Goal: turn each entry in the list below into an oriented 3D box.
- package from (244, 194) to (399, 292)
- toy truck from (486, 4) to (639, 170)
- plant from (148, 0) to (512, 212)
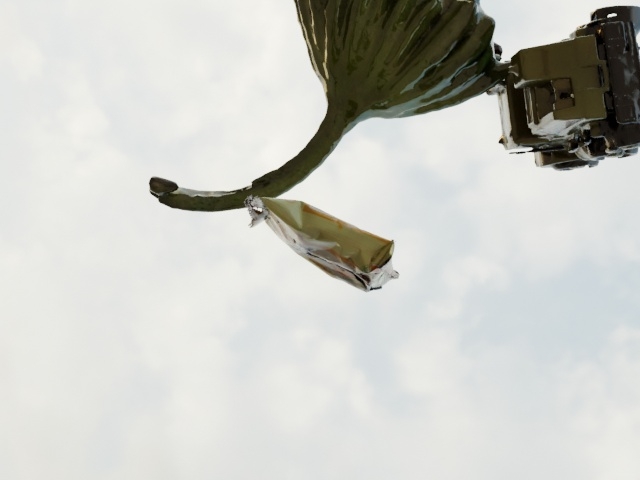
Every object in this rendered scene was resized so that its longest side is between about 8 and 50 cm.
[{"bbox_3d":[0.002,0.001,1.111,0.121,0.108,0.031,25,-100,4],"label":"package"},{"bbox_3d":[0.227,-0.132,1.448,0.127,0.257,0.127,-7,-93,-2],"label":"toy truck"},{"bbox_3d":[0.027,-0.133,1.473,0.251,0.180,0.333,30,-84,10],"label":"plant"}]
